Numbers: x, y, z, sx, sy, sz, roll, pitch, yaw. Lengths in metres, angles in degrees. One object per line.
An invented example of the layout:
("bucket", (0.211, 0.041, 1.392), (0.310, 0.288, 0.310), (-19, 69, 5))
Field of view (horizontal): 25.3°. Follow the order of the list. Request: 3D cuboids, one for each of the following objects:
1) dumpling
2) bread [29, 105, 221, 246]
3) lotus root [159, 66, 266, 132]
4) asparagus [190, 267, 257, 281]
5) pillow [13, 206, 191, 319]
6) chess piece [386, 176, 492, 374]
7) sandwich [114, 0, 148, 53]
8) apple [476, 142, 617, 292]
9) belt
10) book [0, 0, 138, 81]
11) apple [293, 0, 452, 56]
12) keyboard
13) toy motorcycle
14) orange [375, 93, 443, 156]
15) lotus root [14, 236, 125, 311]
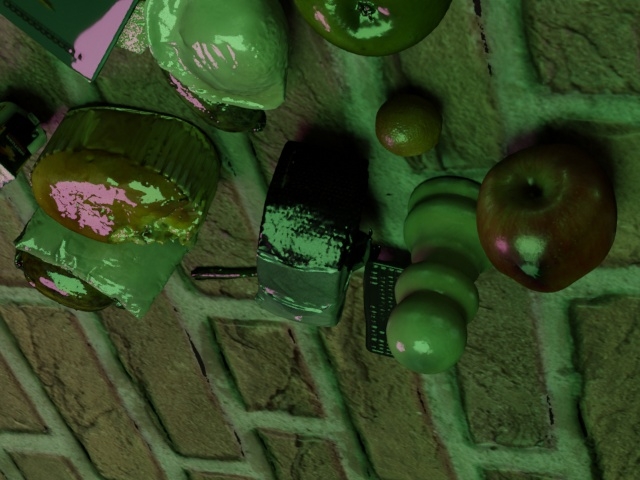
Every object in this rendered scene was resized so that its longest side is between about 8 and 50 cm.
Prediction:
("dumpling", (-0.120, -0.243, 1.686), (0.166, 0.126, 0.216), (-11, 148, 8))
("bread", (-0.270, -0.081, 1.968), (0.250, 0.133, 0.179), (11, 139, 9))
("lotus root", (-0.134, -0.198, 1.794), (0.080, 0.089, 0.179), (-38, 121, 21))
("asparagus", (-0.092, 0.050, 2.144), (0.232, 0.022, 0.023), (-1, 94, 28))
("pillow", (-0.318, 0.004, 2.108), (0.229, 0.050, 0.148), (32, 97, -19))
("chess piece", (0.153, 0.057, 1.851), (0.144, 0.251, 0.144), (13, 143, 10))
("sandwich", (-0.223, -0.278, 1.775), (0.104, 0.036, 0.093), (-3, 137, 25))
("apple", (0.280, -0.025, 1.765), (0.199, 0.199, 0.199), (12, 143, 9))
("belt", (0.000, 0.000, 1.911), (0.164, 0.184, 0.289), (12, 148, 2))
("book", (-0.310, -0.370, 1.671), (0.264, 0.031, 0.379), (37, 141, -4))
("apple", (0.055, -0.291, 1.539), (0.196, 0.157, 0.196), (5, 138, 5))
("keyboard", (0.112, 0.075, 2.067), (0.103, 0.041, 0.381), (12, 143, 10))
("toy motorcycle", (-0.486, -0.110, 2.003), (0.263, 0.157, 0.091), (-23, 117, 41))
("orange", (0.109, -0.142, 1.764), (0.085, 0.085, 0.085), (12, 143, 9))
("lotus root", (-0.371, 0.046, 2.185), (0.209, 0.120, 0.120), (24, 143, -5))
